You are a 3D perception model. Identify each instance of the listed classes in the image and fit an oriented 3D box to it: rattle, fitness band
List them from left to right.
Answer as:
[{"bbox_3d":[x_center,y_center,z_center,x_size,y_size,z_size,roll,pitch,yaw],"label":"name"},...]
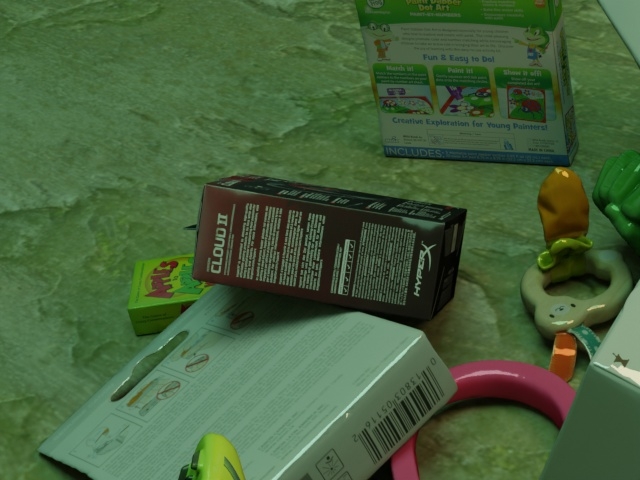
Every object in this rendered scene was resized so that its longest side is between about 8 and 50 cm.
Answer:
[{"bbox_3d":[0.176,0.227,1.856,0.209,0.054,0.291,-12,37,2],"label":"fitness band"},{"bbox_3d":[0.273,0.039,2.011,0.130,0.143,0.200,17,37,10],"label":"rattle"}]

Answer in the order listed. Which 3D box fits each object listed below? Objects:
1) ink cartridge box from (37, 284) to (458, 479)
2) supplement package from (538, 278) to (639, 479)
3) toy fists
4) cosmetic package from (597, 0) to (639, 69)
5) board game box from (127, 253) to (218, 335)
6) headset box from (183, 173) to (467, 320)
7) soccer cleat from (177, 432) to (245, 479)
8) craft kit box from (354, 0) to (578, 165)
[{"bbox_3d":[-0.087,0.189,1.962,0.308,0.091,0.385,-43,29,-22],"label":"ink cartridge box"},{"bbox_3d":[0.307,0.181,1.638,0.175,0.293,0.177,28,49,13],"label":"supplement package"},{"bbox_3d":[0.386,0.001,2.005,0.096,0.142,0.279,-36,37,2],"label":"toy fists"},{"bbox_3d":[0.461,-0.149,2.029,0.156,0.217,0.385,-32,38,12],"label":"cosmetic package"},{"bbox_3d":[-0.131,0.056,2.194,0.181,0.043,0.092,-8,37,8],"label":"board game box"},{"bbox_3d":[0.000,0.000,2.042,0.293,0.110,0.218,10,6,9],"label":"headset box"},{"bbox_3d":[-0.069,0.312,1.679,0.121,0.093,0.289,2,58,-16],"label":"soccer cleat"},{"bbox_3d":[0.179,-0.211,2.278,0.249,0.247,0.061,5,41,22],"label":"craft kit box"}]
